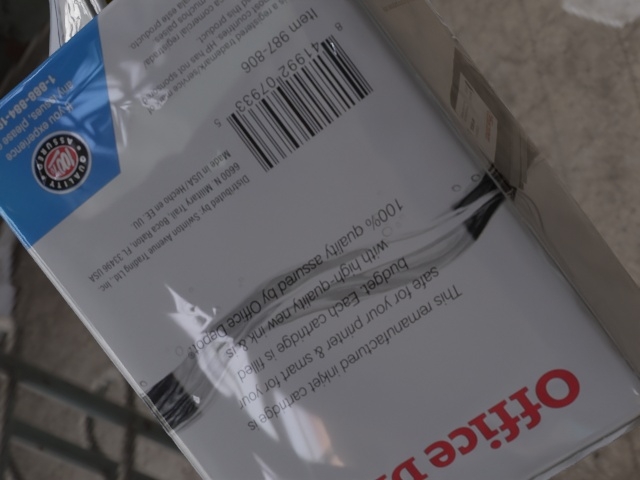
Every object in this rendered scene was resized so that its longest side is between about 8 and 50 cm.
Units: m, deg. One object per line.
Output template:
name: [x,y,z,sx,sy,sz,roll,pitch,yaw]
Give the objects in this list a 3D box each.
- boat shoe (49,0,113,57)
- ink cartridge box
boat shoe: [-0.183,-0.275,1.166,0.156,0.136,0.367,-43,48,43]
ink cartridge box: [0.000,0.000,0.891,0.285,0.395,0.166,-36,3,22]
